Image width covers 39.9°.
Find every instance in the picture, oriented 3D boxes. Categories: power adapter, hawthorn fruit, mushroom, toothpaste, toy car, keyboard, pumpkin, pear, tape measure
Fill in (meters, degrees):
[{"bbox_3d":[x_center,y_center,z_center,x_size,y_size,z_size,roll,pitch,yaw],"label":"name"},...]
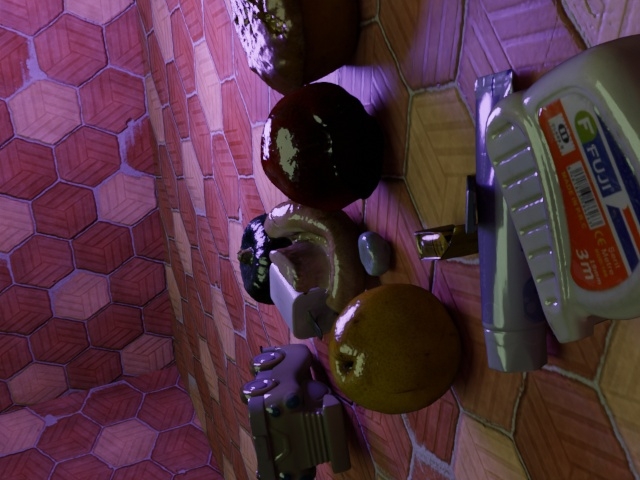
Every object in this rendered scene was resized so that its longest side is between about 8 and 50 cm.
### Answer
[{"bbox_3d":[-0.008,0.128,1.783,0.205,0.130,0.125,-128,31,-48],"label":"power adapter"},{"bbox_3d":[-0.003,-0.155,1.486,0.250,0.215,0.215,177,80,-80],"label":"hawthorn fruit"},{"bbox_3d":[0.000,0.000,1.668,0.285,0.156,0.151,48,136,33],"label":"mushroom"},{"bbox_3d":[0.229,-0.023,1.102,0.125,0.080,0.371,-156,58,-80],"label":"toothpaste"},{"bbox_3d":[-0.045,0.386,2.002,0.336,0.226,0.242,-71,-27,-75],"label":"toy car"},{"bbox_3d":[0.193,-0.049,1.139,0.176,0.014,0.055,-48,-44,-77],"label":"keyboard"},{"bbox_3d":[-0.113,0.042,1.986,0.211,0.152,0.211,38,134,56],"label":"pumpkin"},{"bbox_3d":[0.109,0.170,1.376,0.209,0.209,0.208,166,90,-71],"label":"pear"},{"bbox_3d":[0.284,-0.047,0.852,0.265,0.130,0.258,-30,77,65],"label":"tape measure"}]

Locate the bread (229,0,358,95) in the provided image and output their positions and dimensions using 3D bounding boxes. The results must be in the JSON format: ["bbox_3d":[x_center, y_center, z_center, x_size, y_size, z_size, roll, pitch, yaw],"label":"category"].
[{"bbox_3d":[-0.053,-0.404,1.501,0.312,0.172,0.312,163,90,-74],"label":"bread"}]

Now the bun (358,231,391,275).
[{"bbox_3d":[0.096,0.021,1.544,0.083,0.045,0.083,169,90,-73],"label":"bun"}]

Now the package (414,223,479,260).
[{"bbox_3d":[0.189,0.001,1.229,0.131,0.071,0.047,176,86,-69],"label":"package"}]
